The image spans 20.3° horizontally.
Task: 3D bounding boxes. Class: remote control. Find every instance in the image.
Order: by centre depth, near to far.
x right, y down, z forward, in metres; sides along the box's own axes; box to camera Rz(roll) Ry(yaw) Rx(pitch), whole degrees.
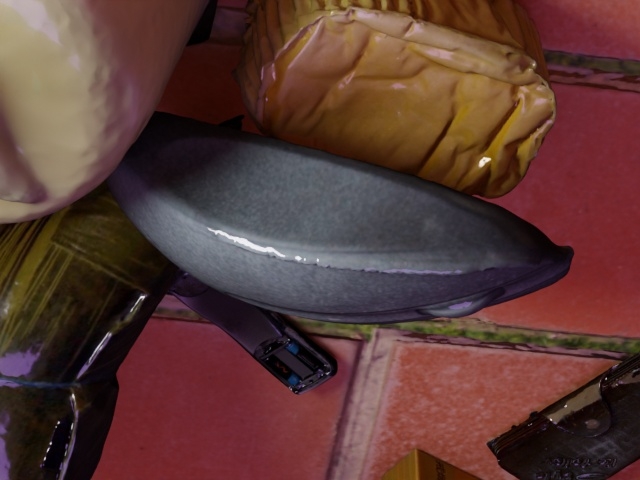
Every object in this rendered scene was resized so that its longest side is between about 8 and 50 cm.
[{"bbox_3d":[-0.066,0.075,1.649,0.059,0.028,0.212,-29,128,27],"label":"remote control"}]

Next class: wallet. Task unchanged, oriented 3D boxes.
[{"bbox_3d":[0.284,0.183,1.755,0.122,0.031,0.232,32,127,-30],"label":"wallet"}]

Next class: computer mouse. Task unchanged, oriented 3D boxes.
[{"bbox_3d":[0.000,0.003,1.342,0.374,0.114,0.203,15,169,21],"label":"computer mouse"}]

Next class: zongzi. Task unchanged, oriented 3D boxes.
[{"bbox_3d":[-0.318,0.002,1.519,0.403,0.208,0.432,28,101,-1],"label":"zongzi"}]

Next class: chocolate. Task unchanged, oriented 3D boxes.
[{"bbox_3d":[-0.226,-0.157,1.239,0.326,0.297,0.314,8,139,-10],"label":"chocolate"}]

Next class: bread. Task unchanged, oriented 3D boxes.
[{"bbox_3d":[0.058,-0.130,1.371,0.250,0.133,0.179,15,133,-22],"label":"bread"}]

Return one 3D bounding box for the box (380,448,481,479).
[{"bbox_3d":[0.173,0.326,1.812,0.237,0.152,0.070,29,127,-26],"label":"box"}]
